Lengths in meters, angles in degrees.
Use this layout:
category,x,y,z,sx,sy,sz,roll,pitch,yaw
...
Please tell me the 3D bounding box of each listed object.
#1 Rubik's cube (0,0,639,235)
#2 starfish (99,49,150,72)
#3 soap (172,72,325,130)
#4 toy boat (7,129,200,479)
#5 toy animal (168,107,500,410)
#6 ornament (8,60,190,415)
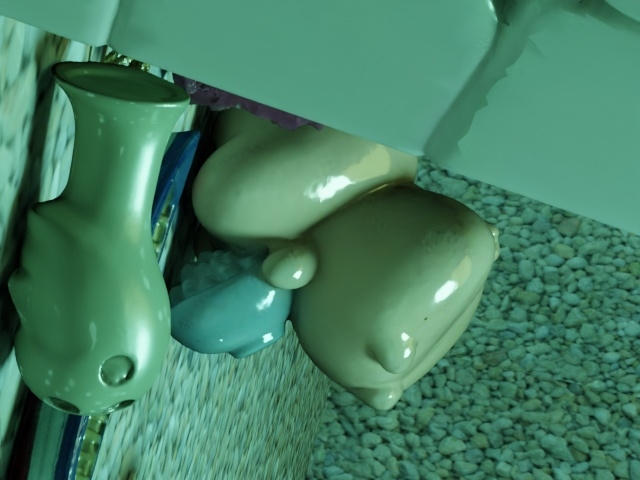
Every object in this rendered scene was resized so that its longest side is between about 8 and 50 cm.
category,x,y,z,sx,sy,sz,roll,pitch,yaw
Rubik's cube,0.053,-0.215,0.495,0.290,0.291,0.291,120,-13,-60
starfish,-0.092,-0.106,0.983,0.078,0.028,0.091,-68,174,-79
soap,-0.011,-0.231,1.176,0.182,0.112,0.289,101,2,-53
toy boat,-0.111,0.036,1.011,0.080,0.046,0.228,91,11,-64
toy animal,0.018,-0.010,1.384,0.210,0.221,0.229,102,3,-67
ornament,-0.102,0.003,0.886,0.075,0.081,0.156,29,-66,50
